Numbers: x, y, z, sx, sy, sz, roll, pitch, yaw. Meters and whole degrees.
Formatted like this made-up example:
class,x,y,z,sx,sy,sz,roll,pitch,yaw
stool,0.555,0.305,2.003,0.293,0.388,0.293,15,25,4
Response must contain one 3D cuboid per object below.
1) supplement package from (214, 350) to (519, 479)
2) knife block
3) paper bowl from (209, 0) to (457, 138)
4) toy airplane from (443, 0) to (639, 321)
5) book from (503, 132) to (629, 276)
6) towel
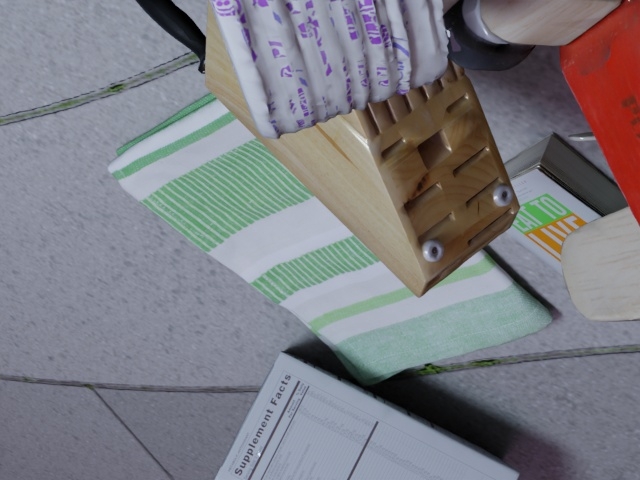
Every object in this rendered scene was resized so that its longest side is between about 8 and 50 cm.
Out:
class,x,y,z,sx,sy,sz,roll,pitch,yaw
supplement package,0.041,0.215,1.297,0.244,0.139,0.134,28,176,2
knife block,-0.016,-0.113,0.903,0.242,0.088,0.275,12,133,56
paper bowl,-0.008,-0.200,0.626,0.148,0.284,0.284,-19,136,0
toy airplane,0.261,-0.033,0.723,0.386,0.272,0.384,43,149,44
book,0.191,-0.009,1.025,0.144,0.035,0.096,36,150,-14
towel,0.000,0.000,1.164,0.325,0.038,0.248,42,144,-20
